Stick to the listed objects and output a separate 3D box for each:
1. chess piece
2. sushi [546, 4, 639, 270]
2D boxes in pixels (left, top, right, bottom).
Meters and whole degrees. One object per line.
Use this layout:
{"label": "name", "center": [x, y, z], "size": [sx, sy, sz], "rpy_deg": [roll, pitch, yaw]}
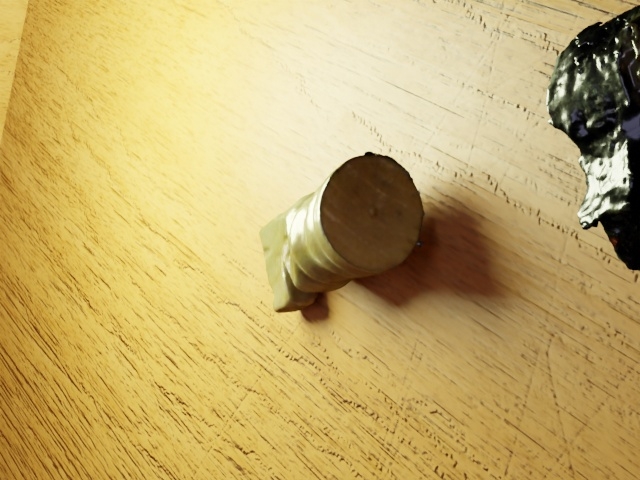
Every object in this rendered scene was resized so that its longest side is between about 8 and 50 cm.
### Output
{"label": "chess piece", "center": [0.000, 0.000, 1.317], "size": [0.301, 0.137, 0.137], "rpy_deg": [153, 115, -63]}
{"label": "sushi", "center": [0.267, -0.082, 0.890], "size": [0.115, 0.147, 0.213], "rpy_deg": [-23, 84, 60]}
